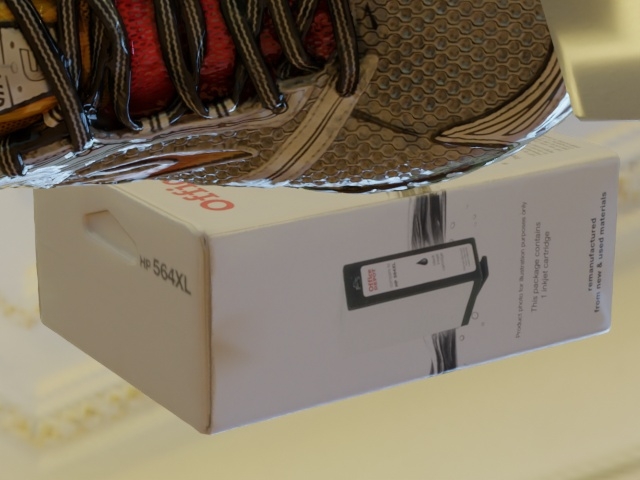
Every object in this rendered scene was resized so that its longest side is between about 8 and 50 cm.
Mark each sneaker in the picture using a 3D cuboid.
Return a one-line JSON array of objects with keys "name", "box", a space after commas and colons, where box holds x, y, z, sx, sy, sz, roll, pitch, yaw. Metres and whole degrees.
[{"name": "sneaker", "box": [-0.044, -0.042, 0.457, 0.225, 0.093, 0.088, -3, -74, 19]}]

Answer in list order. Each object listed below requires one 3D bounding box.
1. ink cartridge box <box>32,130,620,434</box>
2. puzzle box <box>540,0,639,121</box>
[{"name": "ink cartridge box", "box": [0.000, 0.000, 0.828, 0.203, 0.148, 0.086, -12, -68, -31]}, {"name": "puzzle box", "box": [0.101, -0.144, 0.147, 0.052, 0.272, 0.409, -20, 10, -20]}]
